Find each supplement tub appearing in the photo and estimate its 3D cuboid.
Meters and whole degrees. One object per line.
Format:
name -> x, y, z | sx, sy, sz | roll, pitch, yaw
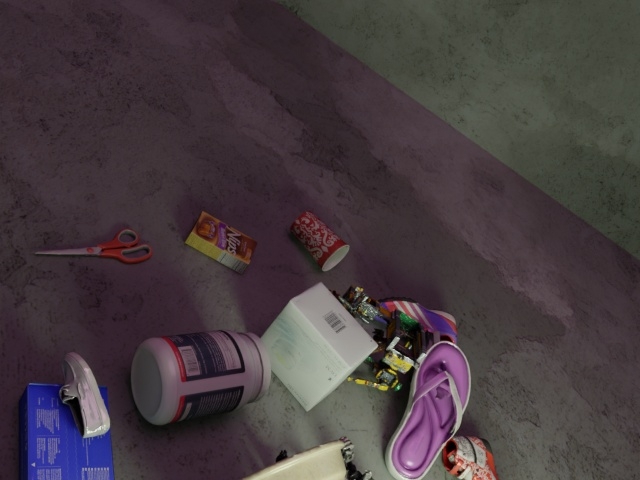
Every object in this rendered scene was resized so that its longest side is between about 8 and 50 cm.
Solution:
supplement tub -> -0.270, 0.303, 1.632 | 0.272, 0.191, 0.191 | -1, 51, -40

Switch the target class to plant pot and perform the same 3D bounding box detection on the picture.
plant pot -> -0.047, 0.596, 1.384 | 0.334, 0.334, 0.305 | -7, 64, -43

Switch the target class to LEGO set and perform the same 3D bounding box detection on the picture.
LEGO set -> 0.128, 0.284, 1.928 | 0.331, 0.255, 0.192 | 40, 20, -10

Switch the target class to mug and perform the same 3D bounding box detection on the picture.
mug -> -0.007, 0.005, 2.255 | 0.113, 0.150, 0.169 | -39, 72, -15

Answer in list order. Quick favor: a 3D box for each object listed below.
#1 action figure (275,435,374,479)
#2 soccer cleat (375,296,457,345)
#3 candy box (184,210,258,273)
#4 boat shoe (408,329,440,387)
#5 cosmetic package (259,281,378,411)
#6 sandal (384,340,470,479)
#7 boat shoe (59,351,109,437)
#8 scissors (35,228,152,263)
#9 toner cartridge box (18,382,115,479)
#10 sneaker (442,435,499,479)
action figure -> 0.038, 0.554, 1.666 | 0.276, 0.141, 0.164 | 11, 43, -27
soccer cleat -> 0.293, 0.260, 2.213 | 0.318, 0.108, 0.116 | 18, 45, -28
candy box -> -0.280, 0.005, 2.052 | 0.187, 0.053, 0.109 | 31, 37, -12
boat shoe -> 0.301, 0.401, 2.081 | 0.091, 0.114, 0.302 | -1, 50, 12
cosmetic package -> -0.018, 0.272, 1.841 | 0.224, 0.224, 0.138 | 47, 40, 13
sandal -> 0.309, 0.450, 1.913 | 0.169, 0.102, 0.416 | 29, 61, -3
boat shoe -> -0.486, 0.310, 1.439 | 0.063, 0.066, 0.184 | -10, 67, -46
scissors -> -0.561, 0.033, 1.819 | 0.297, 0.021, 0.109 | -17, 65, -49
toner cartridge box -> -0.492, 0.449, 1.396 | 0.165, 0.075, 0.347 | 11, 45, -33
sneaker -> 0.410, 0.644, 1.917 | 0.145, 0.090, 0.270 | 15, 39, -25
